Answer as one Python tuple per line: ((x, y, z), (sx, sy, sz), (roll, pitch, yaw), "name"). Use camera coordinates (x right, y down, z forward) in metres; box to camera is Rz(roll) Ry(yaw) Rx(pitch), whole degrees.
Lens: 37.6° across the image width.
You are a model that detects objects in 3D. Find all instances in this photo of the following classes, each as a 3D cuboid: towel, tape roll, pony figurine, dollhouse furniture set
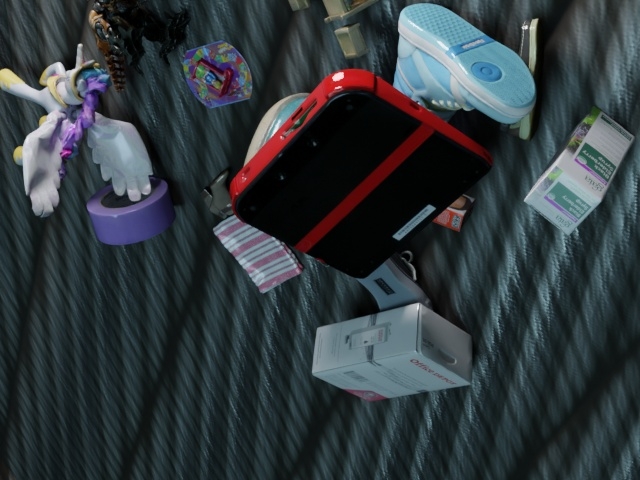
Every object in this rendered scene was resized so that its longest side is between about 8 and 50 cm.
((-0.145, 0.022, 2.154), (0.144, 0.029, 0.197), (-29, 104, 40), "towel")
((-0.434, -0.070, 2.165), (0.189, 0.189, 0.080), (6, 123, 28), "tape roll")
((-0.568, -0.244, 2.089), (0.364, 0.303, 0.350), (4, 105, 48), "pony figurine")
((0.027, -0.435, 1.726), (0.161, 0.101, 0.181), (10, 129, 56), "dollhouse furniture set")

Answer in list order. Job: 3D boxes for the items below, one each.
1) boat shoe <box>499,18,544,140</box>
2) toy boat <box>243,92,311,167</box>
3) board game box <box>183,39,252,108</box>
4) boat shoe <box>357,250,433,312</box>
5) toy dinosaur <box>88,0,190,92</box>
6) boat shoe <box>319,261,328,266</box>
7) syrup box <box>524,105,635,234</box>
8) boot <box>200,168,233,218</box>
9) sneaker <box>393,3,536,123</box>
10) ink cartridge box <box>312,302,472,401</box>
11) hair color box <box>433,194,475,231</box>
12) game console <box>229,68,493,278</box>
((0.343, -0.275, 1.625), (0.074, 0.080, 0.223), (10, 129, 20), "boat shoe")
((-0.005, -0.138, 1.859), (0.148, 0.267, 0.318), (3, 153, 39), "toy boat")
((-0.223, -0.339, 1.958), (0.169, 0.033, 0.133), (-7, 116, 34), "board game box")
((0.146, 0.075, 1.964), (0.113, 0.104, 0.306), (-21, 132, 32), "boat shoe")
((-0.401, -0.456, 1.944), (0.218, 0.164, 0.322), (35, 157, 24), "toy dinosaur")
((0.000, 0.000, 2.046), (0.049, 0.040, 0.142), (9, 124, 26), "boat shoe")
((0.435, -0.120, 1.567), (0.093, 0.237, 0.096), (39, 132, 4), "syrup box")
((-0.215, -0.101, 2.115), (0.087, 0.042, 0.118), (44, 134, -10), "boot")
((0.240, -0.251, 1.632), (0.319, 0.127, 0.208), (53, 148, 37), "sneaker")
((0.156, 0.246, 2.012), (0.283, 0.117, 0.207), (-18, 144, 37), "ink cartridge box")
((0.222, -0.074, 1.840), (0.141, 0.072, 0.043), (22, 129, 16), "hair color box")
((0.061, -0.107, 1.685), (0.342, 0.060, 0.386), (26, 129, -27), "game console")
